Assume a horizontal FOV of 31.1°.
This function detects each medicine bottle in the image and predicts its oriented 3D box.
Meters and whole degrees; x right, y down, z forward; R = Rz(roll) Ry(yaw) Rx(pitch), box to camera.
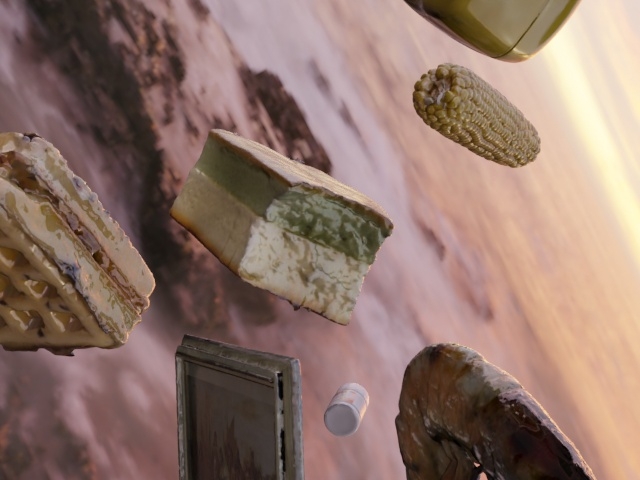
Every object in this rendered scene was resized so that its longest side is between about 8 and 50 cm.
[{"bbox_3d":[0.041,0.261,1.773,0.057,0.057,0.089,62,19,-7],"label":"medicine bottle"}]

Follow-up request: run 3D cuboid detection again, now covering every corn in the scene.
[{"bbox_3d":[0.223,-0.179,1.641,0.310,0.101,0.101,16,47,-56],"label":"corn"}]

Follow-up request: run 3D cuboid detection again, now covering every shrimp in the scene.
[{"bbox_3d":[0.170,0.247,1.062,0.365,0.071,0.233,48,-45,46],"label":"shrimp"}]

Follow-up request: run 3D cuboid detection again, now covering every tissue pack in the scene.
[{"bbox_3d":[0.128,-0.220,0.906,0.127,0.123,0.178,21,22,-37],"label":"tissue pack"}]

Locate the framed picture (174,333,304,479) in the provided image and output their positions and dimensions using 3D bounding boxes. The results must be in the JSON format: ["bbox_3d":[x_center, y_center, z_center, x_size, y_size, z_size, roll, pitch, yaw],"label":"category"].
[{"bbox_3d":[-0.060,0.174,0.763,0.274,0.017,0.217,171,-83,-70],"label":"framed picture"}]

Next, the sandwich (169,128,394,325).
[{"bbox_3d":[0.000,0.000,1.056,0.220,0.108,0.186,22,9,-40],"label":"sandwich"}]

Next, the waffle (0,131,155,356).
[{"bbox_3d":[-0.396,0.006,1.225,0.261,0.376,0.114,59,41,-46],"label":"waffle"}]
